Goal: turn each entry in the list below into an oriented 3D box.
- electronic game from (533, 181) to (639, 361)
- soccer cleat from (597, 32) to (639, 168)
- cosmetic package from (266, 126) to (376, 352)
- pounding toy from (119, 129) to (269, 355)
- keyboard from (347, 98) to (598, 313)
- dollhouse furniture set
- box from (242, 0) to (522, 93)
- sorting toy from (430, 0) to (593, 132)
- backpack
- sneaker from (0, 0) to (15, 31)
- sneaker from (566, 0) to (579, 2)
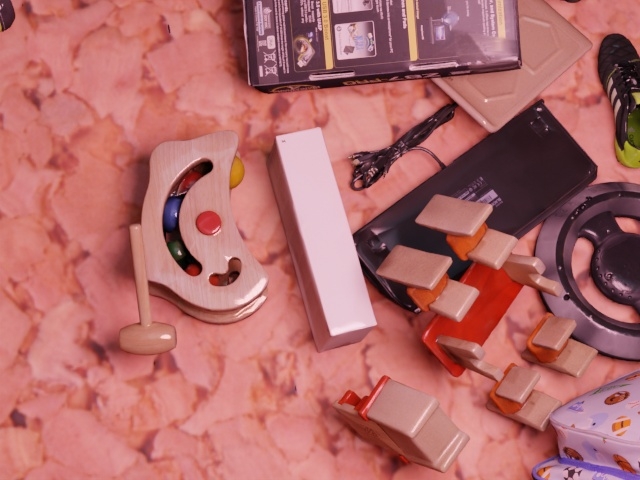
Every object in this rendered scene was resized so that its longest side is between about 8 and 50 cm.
[{"bbox_3d":[0.368,0.035,1.639,0.229,0.048,0.229,2,67,-4],"label":"electronic game"},{"bbox_3d":[0.383,-0.178,1.688,0.060,0.072,0.179,-4,75,-9],"label":"soccer cleat"},{"bbox_3d":[0.000,0.000,1.575,0.060,0.099,0.239,-13,77,-10],"label":"cosmetic package"},{"bbox_3d":[-0.129,0.001,1.527,0.154,0.155,0.269,7,74,-1],"label":"pounding toy"},{"bbox_3d":[0.161,-0.068,1.649,0.317,0.033,0.201,-35,79,-17],"label":"keyboard"},{"bbox_3d":[0.143,0.115,1.511,0.259,0.135,0.262,-52,126,-17],"label":"dollhouse furniture set"},{"bbox_3d":[0.062,-0.383,1.599,0.318,0.097,0.395,-5,89,13],"label":"box"},{"bbox_3d":[0.204,-0.246,1.690,0.193,0.038,0.208,44,64,13],"label":"sorting toy"},{"bbox_3d":[0.390,0.243,1.479,0.263,0.276,0.213,-17,105,-28],"label":"backpack"},{"bbox_3d":[-0.451,-0.331,1.616,0.097,0.084,0.235,-30,80,-13],"label":"sneaker"},{"bbox_3d":[0.295,-0.421,1.741,0.147,0.104,0.296,20,61,-20],"label":"sneaker"}]
